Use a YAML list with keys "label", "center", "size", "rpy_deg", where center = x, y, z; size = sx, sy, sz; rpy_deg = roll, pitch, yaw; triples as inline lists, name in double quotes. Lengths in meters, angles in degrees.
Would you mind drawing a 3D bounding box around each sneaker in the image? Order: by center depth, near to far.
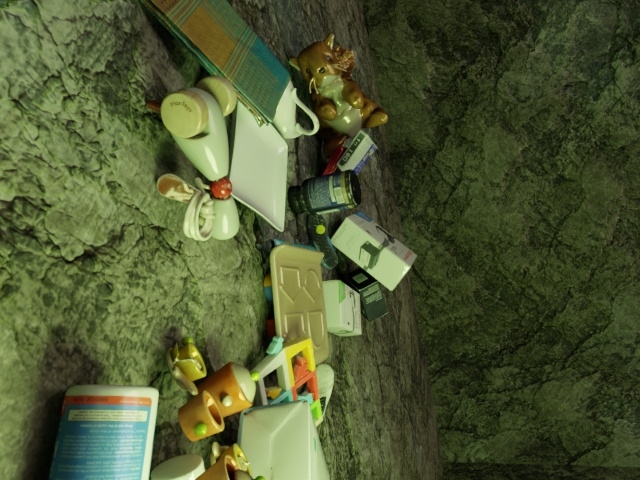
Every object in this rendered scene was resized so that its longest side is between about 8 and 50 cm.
- label: "sneaker"
  center: [-0.019, 0.468, 1.297]
  size: [0.237, 0.085, 0.086]
  rpy_deg: [-57, 160, -51]
- label: "sneaker"
  center: [0.000, 0.000, 1.576]
  size: [0.082, 0.069, 0.209]
  rpy_deg: [-179, -112, -78]

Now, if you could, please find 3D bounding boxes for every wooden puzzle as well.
- label: "wooden puzzle"
  center: [-0.071, 0.197, 1.285]
  size: [0.322, 0.080, 0.348]
  rpy_deg: [16, 72, -66]

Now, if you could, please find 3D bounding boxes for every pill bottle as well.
- label: "pill bottle"
  center: [-0.293, 0.311, 0.594]
  size: [0.124, 0.124, 0.222]
  rpy_deg: [42, 43, -58]
- label: "pill bottle"
  center: [-0.217, 0.474, 0.728]
  size: [0.117, 0.117, 0.215]
  rpy_deg: [-9, 90, -69]
- label: "pill bottle"
  center: [0.011, -0.148, 1.430]
  size: [0.123, 0.219, 0.123]
  rpy_deg: [-9, 90, -69]

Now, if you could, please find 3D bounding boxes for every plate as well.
- label: "plate"
  center: [-0.164, -0.192, 1.149]
  size: [0.278, 0.045, 0.278]
  rpy_deg: [41, 48, -62]

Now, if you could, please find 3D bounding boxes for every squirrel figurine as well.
- label: "squirrel figurine"
  center: [0.035, -0.595, 1.713]
  size: [0.370, 0.281, 0.397]
  rpy_deg: [49, 22, -37]

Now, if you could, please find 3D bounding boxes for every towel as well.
- label: "towel"
  center: [-0.226, -0.470, 1.062]
  size: [0.370, 0.040, 0.272]
  rpy_deg: [43, 38, -27]
- label: "towel"
  center: [0.073, -0.273, 1.752]
  size: [0.199, 0.031, 0.275]
  rpy_deg: [-61, 166, 17]

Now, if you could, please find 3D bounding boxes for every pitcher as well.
- label: "pitcher"
  center: [-0.104, -0.395, 1.297]
  size: [0.125, 0.177, 0.207]
  rpy_deg: [-57, 135, -50]

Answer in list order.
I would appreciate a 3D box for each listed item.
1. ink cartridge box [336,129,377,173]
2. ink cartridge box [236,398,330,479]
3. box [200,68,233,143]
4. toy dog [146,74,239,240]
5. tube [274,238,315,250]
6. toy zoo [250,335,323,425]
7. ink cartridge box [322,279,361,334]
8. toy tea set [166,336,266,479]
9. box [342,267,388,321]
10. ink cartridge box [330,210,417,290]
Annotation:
- label: "ink cartridge box"
  center: [0.126, -0.302, 1.701]
  size: [0.208, 0.045, 0.206]
  rpy_deg: [-55, 166, 9]
- label: "ink cartridge box"
  center: [-0.059, 0.564, 0.921]
  size: [0.270, 0.151, 0.396]
  rpy_deg: [-93, 172, -52]
- label: "box"
  center: [-0.236, -0.342, 1.131]
  size: [0.186, 0.038, 0.145]
  rpy_deg: [57, 32, -48]
- label: "toy dog"
  center: [-0.262, -0.165, 0.900]
  size: [0.220, 0.160, 0.334]
  rpy_deg: [-19, 114, -72]
- label: "tube"
  center: [-0.082, 0.040, 1.363]
  size: [0.207, 0.052, 0.080]
  rpy_deg: [6, 69, -62]
- label: "toy zoo"
  center: [-0.081, 0.371, 1.103]
  size: [0.192, 0.030, 0.293]
  rpy_deg: [-24, 112, -47]
- label: "ink cartridge box"
  center: [0.069, 0.246, 1.588]
  size: [0.219, 0.092, 0.160]
  rpy_deg: [38, 47, -60]
- label: "toy tea set"
  center: [-0.154, 0.311, 0.774]
  size: [0.336, 0.124, 0.200]
  rpy_deg: [56, -9, 46]
- label: "box"
  center: [0.179, 0.214, 1.786]
  size: [0.156, 0.093, 0.158]
  rpy_deg: [39, -29, 62]
- label: "ink cartridge box"
  center: [0.217, 0.033, 1.775]
  size: [0.307, 0.129, 0.223]
  rpy_deg: [39, 19, 9]
